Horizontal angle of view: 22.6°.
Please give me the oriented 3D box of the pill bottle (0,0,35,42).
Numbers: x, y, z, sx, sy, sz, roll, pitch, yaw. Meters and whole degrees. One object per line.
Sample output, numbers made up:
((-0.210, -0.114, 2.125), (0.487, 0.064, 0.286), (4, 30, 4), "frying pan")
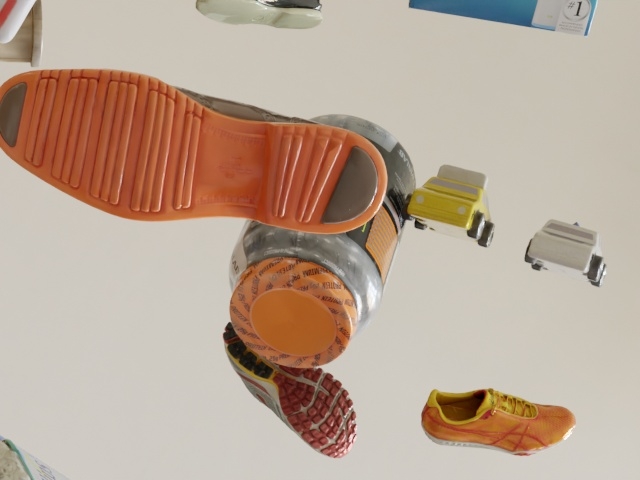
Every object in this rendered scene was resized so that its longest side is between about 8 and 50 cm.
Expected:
((-0.398, -0.332, 1.586), (0.283, 0.161, 0.161), (30, -9, -16), "pill bottle")

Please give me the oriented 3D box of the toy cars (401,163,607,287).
((0.254, -0.022, 2.085), (0.394, 0.087, 0.176), (18, -3, -34), "toy cars")

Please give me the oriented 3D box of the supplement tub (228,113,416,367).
((0.000, 0.000, 1.998), (0.194, 0.316, 0.193), (9, -51, 11), "supplement tub")

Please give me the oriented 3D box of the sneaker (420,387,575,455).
((0.200, 0.197, 1.772), (0.175, 0.064, 0.067), (1, -46, -10), "sneaker")

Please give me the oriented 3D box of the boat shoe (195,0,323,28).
((-0.058, -0.222, 1.469), (0.133, 0.042, 0.049), (0, -14, -34), "boat shoe")

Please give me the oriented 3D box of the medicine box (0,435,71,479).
((-0.394, 0.453, 2.378), (0.289, 0.149, 0.263), (38, -3, -24), "medicine box")

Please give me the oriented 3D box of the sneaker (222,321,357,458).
((-0.037, 0.190, 2.074), (0.225, 0.088, 0.092), (48, -18, 10), "sneaker")

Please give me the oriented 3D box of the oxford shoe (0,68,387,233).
((-0.126, -0.082, 1.496), (0.364, 0.130, 0.133), (14, 8, -11), "oxford shoe")

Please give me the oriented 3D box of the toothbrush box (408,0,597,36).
((0.229, -0.399, 1.798), (0.216, 0.126, 0.295), (10, -54, -2), "toothbrush box")

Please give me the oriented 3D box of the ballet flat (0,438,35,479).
((-0.373, 0.412, 2.003), (0.409, 0.147, 0.147), (50, 2, 35), "ballet flat")

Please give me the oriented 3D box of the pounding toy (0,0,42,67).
((-0.424, -0.325, 2.369), (0.155, 0.154, 0.269), (-1, -6, -17), "pounding toy")
